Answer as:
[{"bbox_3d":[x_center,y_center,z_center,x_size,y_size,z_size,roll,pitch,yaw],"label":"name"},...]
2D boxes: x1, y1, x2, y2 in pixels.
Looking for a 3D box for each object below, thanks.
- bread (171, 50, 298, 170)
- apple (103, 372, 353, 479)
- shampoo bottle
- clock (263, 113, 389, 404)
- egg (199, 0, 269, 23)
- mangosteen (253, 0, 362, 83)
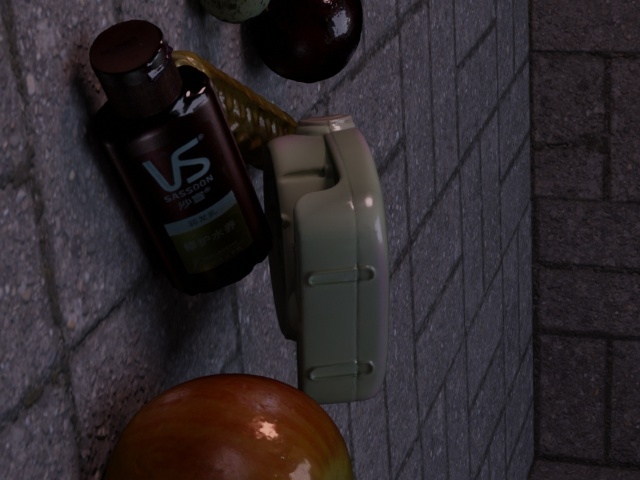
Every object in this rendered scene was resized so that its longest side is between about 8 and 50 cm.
[{"bbox_3d":[-0.097,-0.138,1.570,0.367,0.077,0.084,21,75,-70],"label":"bread"},{"bbox_3d":[-0.093,0.273,1.417,0.286,0.233,0.286,7,90,-75],"label":"apple"},{"bbox_3d":[-0.141,-0.078,1.389,0.084,0.129,0.323,58,-9,39],"label":"shampoo bottle"},{"bbox_3d":[0.000,0.000,1.541,0.324,0.108,0.265,-106,-169,-56],"label":"clock"},{"bbox_3d":[-0.094,-0.280,1.538,0.110,0.085,0.085,69,28,-76],"label":"egg"},{"bbox_3d":[-0.024,-0.268,1.699,0.152,0.152,0.153,4,90,-72],"label":"mangosteen"}]
